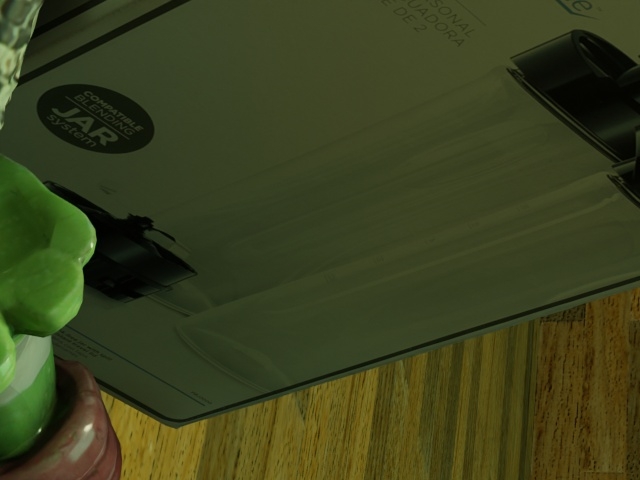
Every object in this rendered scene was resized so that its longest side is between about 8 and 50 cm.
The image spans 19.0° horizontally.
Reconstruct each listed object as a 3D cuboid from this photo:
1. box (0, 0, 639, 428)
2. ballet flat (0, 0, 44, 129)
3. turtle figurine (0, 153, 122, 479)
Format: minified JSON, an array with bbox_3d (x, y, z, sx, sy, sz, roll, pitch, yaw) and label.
[{"bbox_3d":[0.012,-0.051,0.486,0.169,0.290,0.087,35,49,-38],"label":"box"},{"bbox_3d":[-0.119,-0.216,0.291,0.182,0.164,0.483,-69,152,-63],"label":"ballet flat"},{"bbox_3d":[-0.065,0.130,0.432,0.266,0.197,0.275,70,19,-48],"label":"turtle figurine"}]
